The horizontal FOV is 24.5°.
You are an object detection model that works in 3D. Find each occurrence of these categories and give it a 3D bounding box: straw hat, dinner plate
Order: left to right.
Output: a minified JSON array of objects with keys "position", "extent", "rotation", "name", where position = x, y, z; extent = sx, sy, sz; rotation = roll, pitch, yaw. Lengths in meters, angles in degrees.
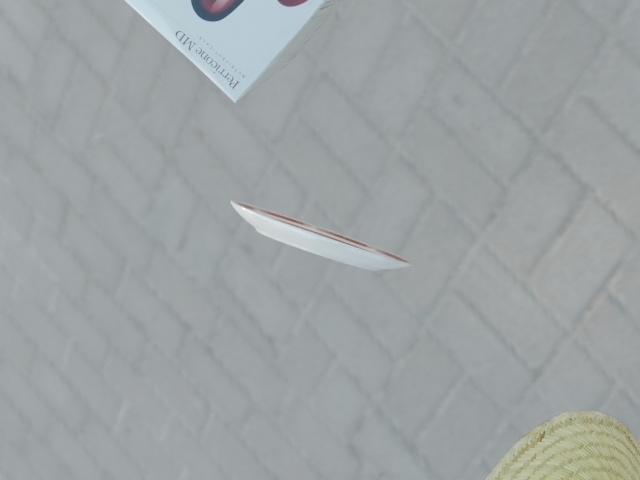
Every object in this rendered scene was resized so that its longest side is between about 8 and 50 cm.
[{"position":[0.000,0.000,1.064],"extent":[0.141,0.141,0.017],"rotation":[21,95,40],"name":"dinner plate"},{"position":[0.112,0.137,0.547],"extent":[0.061,0.144,0.144],"rotation":[14,114,45],"name":"straw hat"}]

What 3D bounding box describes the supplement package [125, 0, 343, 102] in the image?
[{"position":[-0.051,-0.251,1.102],"extent":[0.194,0.149,0.203],"rotation":[42,112,-2],"name":"supplement package"}]
